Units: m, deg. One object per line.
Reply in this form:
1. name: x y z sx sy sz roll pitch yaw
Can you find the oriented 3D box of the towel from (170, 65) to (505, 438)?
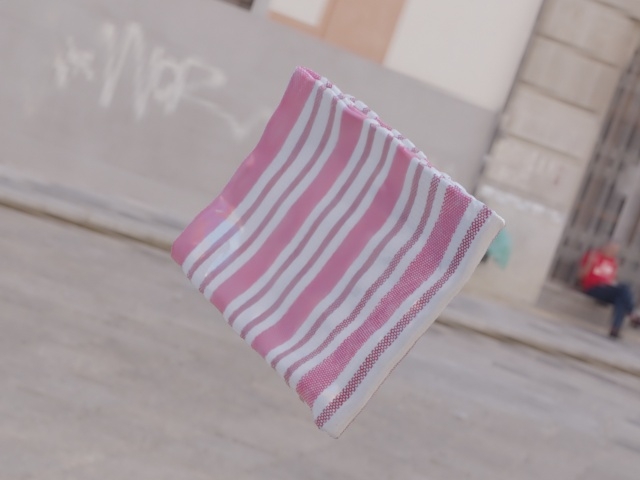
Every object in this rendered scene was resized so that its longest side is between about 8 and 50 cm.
1. towel: 0.000 0.000 0.855 0.029 0.144 0.197 30 9 -41
